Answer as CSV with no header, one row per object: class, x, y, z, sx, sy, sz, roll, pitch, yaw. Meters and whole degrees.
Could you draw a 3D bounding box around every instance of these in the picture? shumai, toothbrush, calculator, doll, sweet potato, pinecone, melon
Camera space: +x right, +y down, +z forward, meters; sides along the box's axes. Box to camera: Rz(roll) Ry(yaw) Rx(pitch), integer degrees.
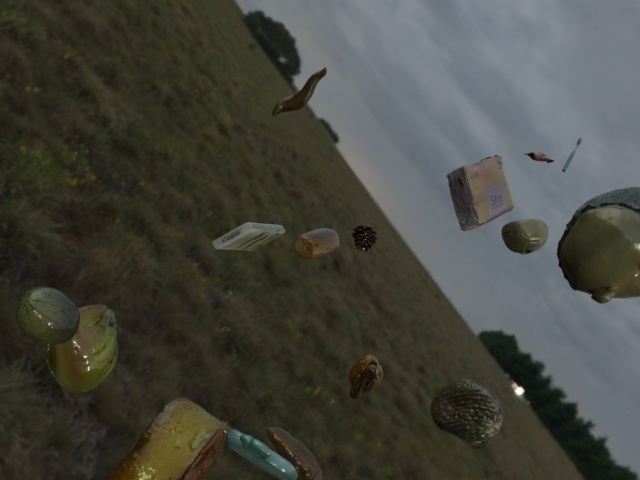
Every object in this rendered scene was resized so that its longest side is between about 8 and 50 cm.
shumai,0.418,0.478,1.734,0.153,0.210,0.161,37,51,-37
toothbrush,0.709,-0.242,1.780,0.011,0.167,0.014,21,-41,25
calculator,-0.138,0.509,1.482,0.184,0.042,0.295,25,-24,17
doll,0.622,0.010,1.246,0.350,0.247,0.247,-17,67,-53
sweet potato,-0.063,-0.506,2.202,0.069,0.250,0.059,45,24,-26
pinecone,0.166,-0.012,2.384,0.102,0.102,0.109,50,26,-24
melon,-0.482,0.132,1.118,0.098,0.098,0.130,57,-11,35
sweet potato,-0.063,0.699,1.975,0.114,0.092,0.341,5,-46,39

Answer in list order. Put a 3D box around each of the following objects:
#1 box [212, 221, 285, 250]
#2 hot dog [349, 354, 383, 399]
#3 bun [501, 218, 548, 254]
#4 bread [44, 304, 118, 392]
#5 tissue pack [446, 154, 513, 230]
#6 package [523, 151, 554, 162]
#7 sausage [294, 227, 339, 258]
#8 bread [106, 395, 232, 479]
box,-0.197,-0.009,1.773,0.032,0.122,0.220,64,18,10
hot dog,0.120,0.381,1.755,0.090,0.140,0.060,46,39,10
bun,0.768,-0.008,2.377,0.173,0.167,0.113,95,-5,-70
bread,-0.528,0.256,1.432,0.261,0.158,0.156,-42,-114,54
tissue pack,0.539,-0.164,2.152,0.257,0.123,0.214,-21,96,-44
package,0.686,-0.261,1.980,0.083,0.029,0.059,20,1,-6
sausage,0.004,0.005,2.529,0.112,0.112,0.328,54,25,9
bread,-0.405,0.595,1.668,0.215,0.398,0.398,37,6,0
